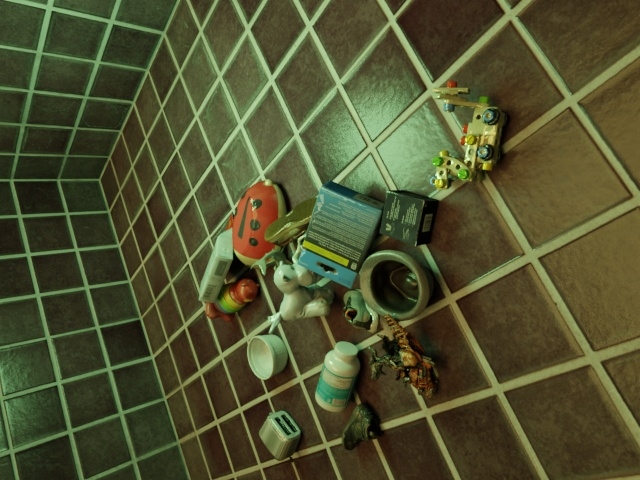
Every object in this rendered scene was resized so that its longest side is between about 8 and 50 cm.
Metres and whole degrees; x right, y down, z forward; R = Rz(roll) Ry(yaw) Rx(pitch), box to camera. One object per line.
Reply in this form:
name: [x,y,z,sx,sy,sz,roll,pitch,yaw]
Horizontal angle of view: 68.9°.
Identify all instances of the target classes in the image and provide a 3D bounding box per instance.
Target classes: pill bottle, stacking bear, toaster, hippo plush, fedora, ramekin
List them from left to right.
stacking bear: [-0.430,0.284,2.367,0.289,0.175,0.164,-30,56,35]
ramekin: [-0.248,0.551,2.238,0.207,0.109,0.207,8,101,46]
toaster: [-0.185,0.923,2.209,0.227,0.129,0.147,41,121,37]
hippo plush: [-0.104,0.187,1.900,0.234,0.294,0.237,-115,9,-71]
pill bottle: [0.074,0.540,1.869,0.146,0.146,0.264,32,117,39]
fedora: [0.280,0.149,1.612,0.275,0.124,0.244,-1,95,47]

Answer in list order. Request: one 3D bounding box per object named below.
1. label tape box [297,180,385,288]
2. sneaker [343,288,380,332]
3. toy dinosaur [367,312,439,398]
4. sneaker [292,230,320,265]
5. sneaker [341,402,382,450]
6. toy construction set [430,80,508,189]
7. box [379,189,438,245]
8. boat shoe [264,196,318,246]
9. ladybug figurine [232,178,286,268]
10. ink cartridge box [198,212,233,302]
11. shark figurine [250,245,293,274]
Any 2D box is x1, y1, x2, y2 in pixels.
label tape box: [0.077,-0.022,1.750,0.240,0.106,0.334,24,116,12]
sneaker: [0.131,0.252,1.754,0.271,0.107,0.100,-131,51,-68]
toy dinosaur: [0.294,0.395,1.613,0.218,0.164,0.322,-11,89,43]
sneaker: [0.000,0.000,1.891,0.126,0.127,0.321,55,129,28]
sneaker: [0.162,0.771,1.849,0.130,0.087,0.228,41,118,43]
toy construction set: [0.428,-0.306,1.391,0.215,0.151,0.328,16,117,45]
box: [0.299,-0.080,1.584,0.158,0.093,0.156,23,112,41]
boat shoe: [-0.079,-0.066,1.983,0.342,0.123,0.123,-31,40,26]
ladybug figurine: [-0.299,-0.072,2.167,0.305,0.161,0.450,31,117,40]
ink cartridge box: [-0.525,0.074,2.360,0.385,0.091,0.308,-104,34,-50]
shark figurine: [-0.181,0.093,2.053,0.116,0.278,0.166,31,91,19]
